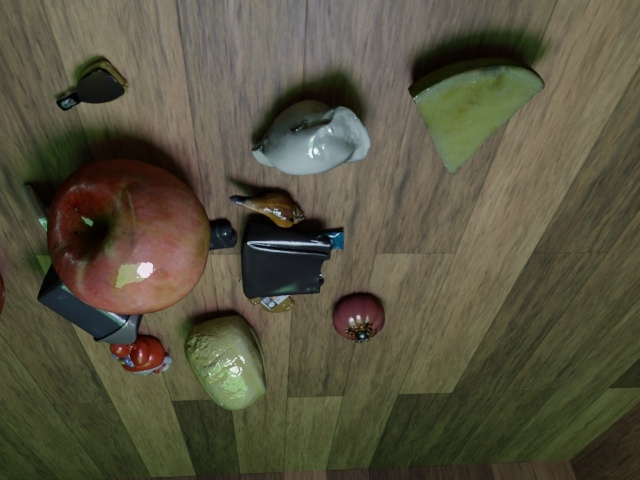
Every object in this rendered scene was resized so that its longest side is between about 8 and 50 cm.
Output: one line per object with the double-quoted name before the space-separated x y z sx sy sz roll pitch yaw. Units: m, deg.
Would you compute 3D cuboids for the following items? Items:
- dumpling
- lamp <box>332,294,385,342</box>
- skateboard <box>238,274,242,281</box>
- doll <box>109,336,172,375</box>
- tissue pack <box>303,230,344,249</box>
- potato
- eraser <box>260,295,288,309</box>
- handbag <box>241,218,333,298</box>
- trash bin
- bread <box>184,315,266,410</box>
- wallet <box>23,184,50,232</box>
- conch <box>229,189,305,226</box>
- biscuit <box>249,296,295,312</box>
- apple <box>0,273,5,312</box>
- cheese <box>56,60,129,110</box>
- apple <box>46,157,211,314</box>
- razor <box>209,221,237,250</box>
"dumpling" -0.013 -0.222 1.236 0.226 0.243 0.175 15 98 -47
"lamp" 0.129 0.267 1.807 0.181 0.140 0.182 -4 136 -4
"skateboard" -0.219 0.143 1.695 0.083 0.032 0.064 21 130 -9
"doll" -0.627 0.404 1.900 0.160 0.130 0.290 -4 154 8
"tissue pack" 0.000 0.000 1.565 0.137 0.028 0.085 1 144 1
"potato" 0.347 -0.307 1.183 0.255 0.112 0.269 -24 139 16
"eraser" -0.131 0.164 1.715 0.122 0.029 0.052 -38 128 6
"handbag" -0.102 0.063 1.551 0.256 0.114 0.286 6 140 -5
"trash bin" -0.636 0.159 1.561 0.182 0.210 0.290 -26 130 26
"bread" -0.313 0.408 1.807 0.237 0.321 0.321 -28 138 -2
"wallet" -0.677 -0.059 1.335 0.031 0.183 0.124 -33 137 -15
"conch" -0.128 -0.092 1.406 0.232 0.086 0.080 27 90 -28
"biscuit" -0.168 0.190 1.774 0.133 0.027 0.184 -15 138 10
"apple" -1.039 0.145 1.446 0.348 0.277 0.349 -3 140 -2
"cheese" -0.492 -0.315 1.146 0.162 0.036 0.086 -21 140 18
"apple" -0.434 -0.006 1.278 0.363 0.364 0.364 -3 140 -2
"razor" -0.313 -0.005 1.510 0.147 0.054 0.090 -11 139 9
